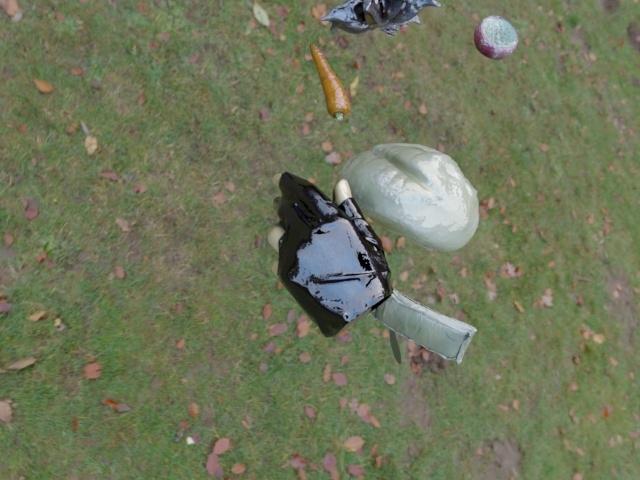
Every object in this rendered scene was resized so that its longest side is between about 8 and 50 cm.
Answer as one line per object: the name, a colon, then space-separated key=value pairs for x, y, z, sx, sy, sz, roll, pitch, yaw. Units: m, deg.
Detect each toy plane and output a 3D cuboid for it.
toy plane: x=0.199 y=-0.684 z=1.600 sx=0.189 sy=0.130 sz=0.061 roll=2 pitch=40 yaw=-36

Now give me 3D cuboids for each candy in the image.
candy: x=0.399 y=-0.462 z=1.219 sx=0.103 sy=0.043 sz=0.103 roll=4 pitch=68 yaw=-9

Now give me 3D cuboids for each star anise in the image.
star anise: x=0.097 y=-0.408 z=0.950 sx=0.180 sy=0.204 sz=0.061 roll=-19 pitch=108 yaw=-39

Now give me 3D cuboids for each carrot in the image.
carrot: x=0.022 y=-0.416 z=1.386 sx=0.061 sy=0.061 sz=0.257 roll=0 pitch=64 yaw=-36

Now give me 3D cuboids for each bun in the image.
bun: x=0.218 y=-0.118 z=1.286 sx=0.365 sy=0.365 sz=0.220 roll=26 pitch=90 yaw=-27

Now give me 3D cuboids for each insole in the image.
insole: x=0.161 y=0.217 z=1.182 sx=0.045 sy=0.002 sz=0.135 roll=48 pitch=22 yaw=-34

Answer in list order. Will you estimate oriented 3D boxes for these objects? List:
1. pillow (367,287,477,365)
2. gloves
pillow: x=0.195 y=0.163 z=1.053 sx=0.208 sy=0.119 sz=0.053 roll=27 pitch=55 yaw=16
gloves: x=0.003 y=0.000 z=0.880 sx=0.197 sy=0.152 sz=0.301 roll=-32 pitch=56 yaw=-15
